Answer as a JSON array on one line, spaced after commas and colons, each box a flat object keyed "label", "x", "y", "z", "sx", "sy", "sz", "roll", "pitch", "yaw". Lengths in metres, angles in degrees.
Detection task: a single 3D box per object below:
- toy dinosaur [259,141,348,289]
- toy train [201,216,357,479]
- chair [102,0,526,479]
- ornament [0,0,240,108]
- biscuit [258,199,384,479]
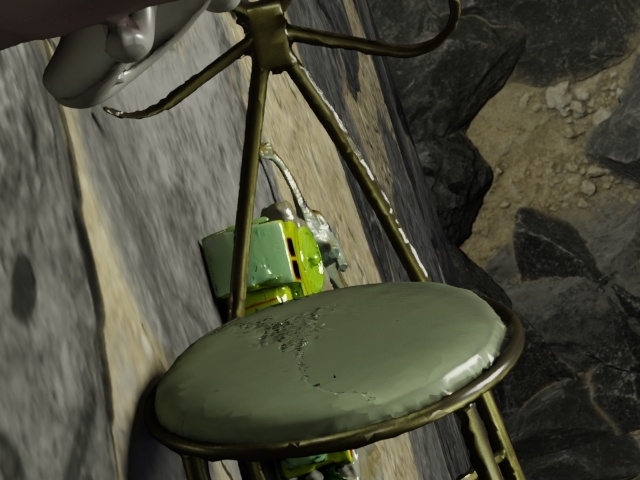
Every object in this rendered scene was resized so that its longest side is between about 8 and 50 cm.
[{"label": "toy dinosaur", "x": 0.001, "y": 0.009, "z": 1.052, "sx": 0.058, "sy": 0.037, "sz": 0.180, "roll": -90, "pitch": 162, "yaw": -49}, {"label": "toy train", "x": -0.001, "y": 0.112, "z": 0.772, "sx": 0.085, "sy": 0.053, "sz": 0.250, "roll": 1, "pitch": 73, "yaw": -74}, {"label": "chair", "x": 0.004, "y": 0.045, "z": 0.582, "sx": 0.170, "sy": 0.159, "sz": 0.326, "roll": -81, "pitch": 158, "yaw": -75}, {"label": "ornament", "x": -0.056, "y": -0.120, "z": 0.404, "sx": 0.177, "sy": 0.177, "sz": 0.178, "roll": -16, "pitch": 90, "yaw": -82}, {"label": "biscuit", "x": 0.012, "y": 0.123, "z": 0.886, "sx": 0.141, "sy": 0.038, "sz": 0.290, "roll": 14, "pitch": 61, "yaw": -82}]
